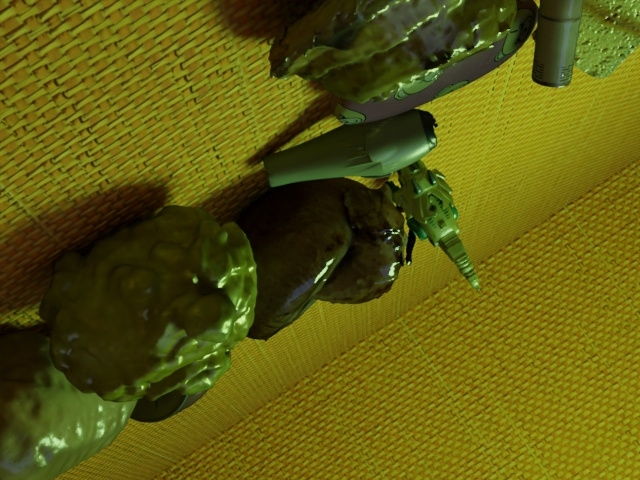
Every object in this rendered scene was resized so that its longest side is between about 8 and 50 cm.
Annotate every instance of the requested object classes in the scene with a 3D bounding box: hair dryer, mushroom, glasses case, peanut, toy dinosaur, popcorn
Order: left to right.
[{"bbox_3d":[-0.356,0.205,1.542,0.169,0.192,0.387,-37,175,24],"label":"peanut"},{"bbox_3d":[-0.185,0.081,1.429,0.250,0.235,0.242,-20,-162,24],"label":"popcorn"},{"bbox_3d":[-0.010,0.011,1.658,0.283,0.195,0.263,-21,179,19],"label":"mushroom"},{"bbox_3d":[0.022,-0.120,1.552,0.219,0.088,0.225,-16,-170,-15],"label":"hair dryer"},{"bbox_3d":[0.186,-0.034,1.923,0.094,0.259,0.153,-31,-166,-3],"label":"toy dinosaur"},{"bbox_3d":[0.144,-0.224,1.456,0.316,0.076,0.123,-26,164,-31],"label":"glasses case"},{"bbox_3d":[0.316,-0.328,1.510,0.220,0.053,0.195,-62,158,-54],"label":"hair dryer"}]

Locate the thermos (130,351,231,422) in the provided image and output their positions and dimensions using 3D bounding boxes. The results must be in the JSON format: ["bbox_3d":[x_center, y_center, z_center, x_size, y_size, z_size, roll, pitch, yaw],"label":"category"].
[{"bbox_3d":[-0.241,0.212,1.942,0.176,0.146,0.265,-44,171,12],"label":"thermos"}]

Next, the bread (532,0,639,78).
[{"bbox_3d":[0.433,-0.379,1.712,0.240,0.135,0.178,-55,-171,54],"label":"bread"}]

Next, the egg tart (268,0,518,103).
[{"bbox_3d":[0.085,-0.210,1.147,0.290,0.115,0.290,-28,-177,2],"label":"egg tart"}]
